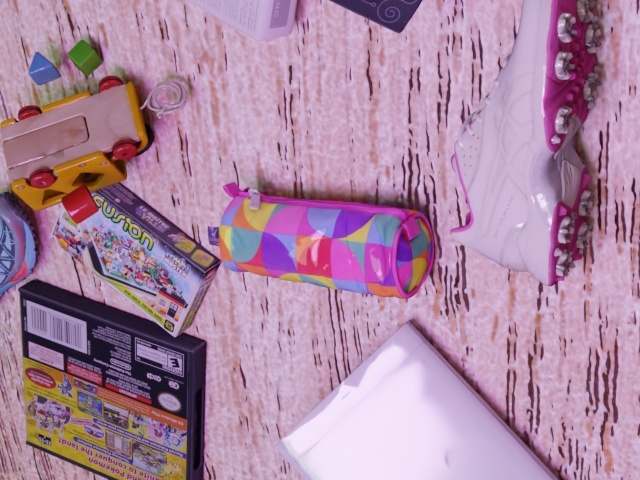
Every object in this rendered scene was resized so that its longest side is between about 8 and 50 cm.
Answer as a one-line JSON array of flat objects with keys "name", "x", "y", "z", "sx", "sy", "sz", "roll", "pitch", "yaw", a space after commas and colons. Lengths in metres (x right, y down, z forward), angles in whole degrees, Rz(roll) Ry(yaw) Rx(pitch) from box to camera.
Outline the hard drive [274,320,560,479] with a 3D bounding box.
[{"name": "hard drive", "x": 0.127, "y": 0.267, "z": 1.421, "sx": 0.203, "sy": 0.040, "sz": 0.307, "roll": -44, "pitch": 84, "yaw": 9}]

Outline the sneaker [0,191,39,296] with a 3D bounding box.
[{"name": "sneaker", "x": -0.454, "y": 0.043, "z": 1.675, "sx": 0.104, "sy": 0.125, "sz": 0.262, "roll": 52, "pitch": 129, "yaw": 14}]

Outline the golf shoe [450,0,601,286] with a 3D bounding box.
[{"name": "golf shoe", "x": 0.181, "y": -0.106, "z": 1.223, "sx": 0.140, "sy": 0.115, "sz": 0.306, "roll": 14, "pitch": 117, "yaw": 30}]

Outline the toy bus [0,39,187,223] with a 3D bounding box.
[{"name": "toy bus", "x": -0.261, "y": -0.109, "z": 1.501, "sx": 0.202, "sy": 0.191, "sz": 0.104, "roll": 26, "pitch": 166, "yaw": 21}]

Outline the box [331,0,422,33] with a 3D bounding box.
[{"name": "box", "x": 0.066, "y": -0.345, "z": 1.128, "sx": 0.165, "sy": 0.143, "sz": 0.270, "roll": 24, "pitch": 127, "yaw": -14}]

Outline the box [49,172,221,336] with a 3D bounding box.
[{"name": "box", "x": -0.225, "y": 0.010, "z": 1.579, "sx": 0.207, "sy": 0.036, "sz": 0.114, "roll": 37, "pitch": 126, "yaw": 13}]

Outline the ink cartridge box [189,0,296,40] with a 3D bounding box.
[{"name": "ink cartridge box", "x": -0.105, "y": -0.330, "z": 1.349, "sx": 0.225, "sy": 0.056, "sz": 0.181, "roll": 36, "pitch": 129, "yaw": 37}]

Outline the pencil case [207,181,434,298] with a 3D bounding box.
[{"name": "pencil case", "x": 0.000, "y": 0.000, "z": 1.394, "sx": 0.236, "sy": 0.104, "sz": 0.104, "roll": 9, "pitch": 116, "yaw": 27}]

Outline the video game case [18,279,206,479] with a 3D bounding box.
[{"name": "video game case", "x": -0.271, "y": 0.200, "z": 1.698, "sx": 0.275, "sy": 0.035, "sz": 0.248, "roll": 17, "pitch": 119, "yaw": 24}]
